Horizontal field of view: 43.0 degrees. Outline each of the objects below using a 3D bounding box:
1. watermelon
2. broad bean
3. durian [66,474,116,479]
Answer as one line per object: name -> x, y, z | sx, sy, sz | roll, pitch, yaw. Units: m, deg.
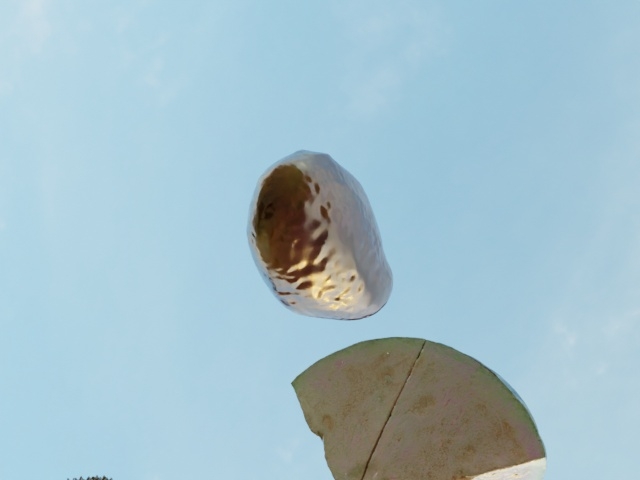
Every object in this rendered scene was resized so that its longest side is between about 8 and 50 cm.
watermelon -> 0.164, 0.304, 1.257 | 0.319, 0.222, 0.292 | -26, -134, 7
broad bean -> 0.000, 0.000, 0.640 | 0.084, 0.114, 0.165 | 5, -44, 32
durian -> -0.357, 0.388, 1.122 | 0.091, 0.188, 0.148 | 12, -102, 30
